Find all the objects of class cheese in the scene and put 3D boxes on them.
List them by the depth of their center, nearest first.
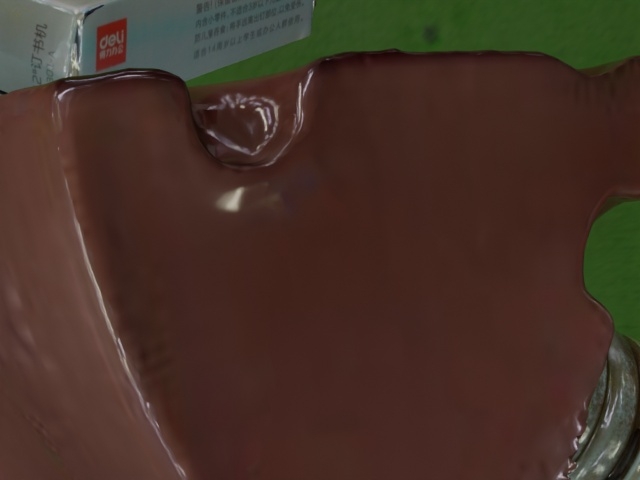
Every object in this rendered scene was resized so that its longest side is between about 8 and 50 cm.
[{"bbox_3d":[-0.022,0.006,0.528,0.177,0.128,0.202,31,72,-31],"label":"cheese"}]

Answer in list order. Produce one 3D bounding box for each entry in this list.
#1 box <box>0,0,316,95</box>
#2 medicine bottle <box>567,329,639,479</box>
[{"bbox_3d":[-0.126,-0.161,1.339,0.135,0.269,0.079,20,118,30],"label":"box"},{"bbox_3d":[0.108,0.095,1.413,0.322,0.151,0.151,26,79,-27],"label":"medicine bottle"}]
